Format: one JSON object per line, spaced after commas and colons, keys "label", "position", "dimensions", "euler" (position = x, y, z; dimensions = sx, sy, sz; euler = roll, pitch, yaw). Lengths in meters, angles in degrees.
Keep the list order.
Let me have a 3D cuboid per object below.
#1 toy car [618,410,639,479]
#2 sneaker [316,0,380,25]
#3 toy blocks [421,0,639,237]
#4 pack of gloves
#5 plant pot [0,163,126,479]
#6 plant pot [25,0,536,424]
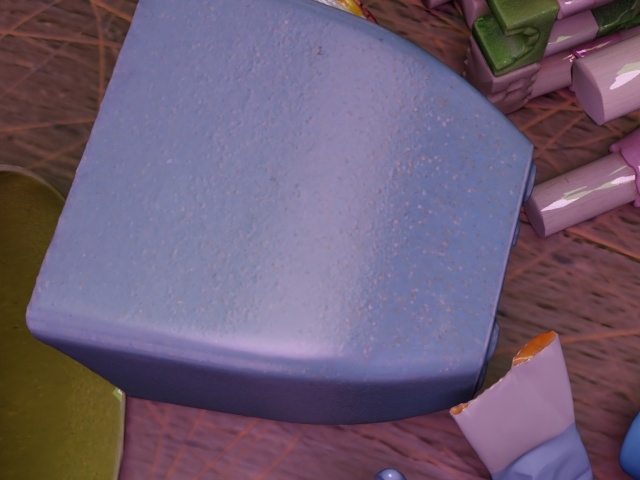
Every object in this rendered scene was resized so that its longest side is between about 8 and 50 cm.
{"label": "toy car", "position": [0.242, 0.202, 0.612], "dimensions": [0.219, 0.238, 0.210], "euler": [33, 92, 31]}
{"label": "sneaker", "position": [0.009, -0.149, 0.838], "dimensions": [0.092, 0.088, 0.225], "euler": [-40, 78, 9]}
{"label": "toy blocks", "position": [0.233, -0.209, 0.749], "dimensions": [0.260, 0.288, 0.309], "euler": [-23, 73, -4]}
{"label": "pack of gloves", "position": [0.088, 0.176, 0.690], "dimensions": [0.195, 0.232, 0.046], "euler": [-34, 44, -10]}
{"label": "plant pot", "position": [-0.319, 0.104, 0.678], "dimensions": [0.293, 0.275, 0.275], "euler": [-6, 74, 14]}
{"label": "plant pot", "position": [0.000, 0.000, 0.685], "dimensions": [0.252, 0.248, 0.247], "euler": [14, 74, 10]}
